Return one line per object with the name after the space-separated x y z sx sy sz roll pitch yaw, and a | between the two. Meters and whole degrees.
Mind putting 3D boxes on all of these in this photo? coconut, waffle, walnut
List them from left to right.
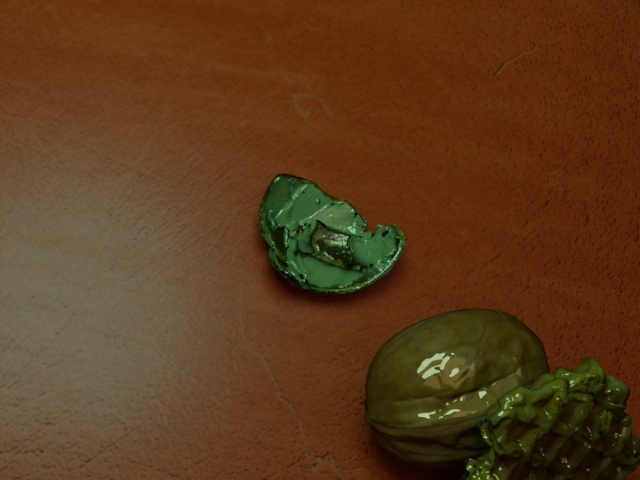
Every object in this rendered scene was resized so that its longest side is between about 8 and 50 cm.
-0.001 -0.001 1.507 0.158 0.055 0.133 40 70 3 | coconut
0.139 0.151 1.442 0.206 0.159 0.159 -18 78 -19 | walnut
0.207 0.241 1.403 0.291 0.291 0.051 -23 37 -19 | waffle
